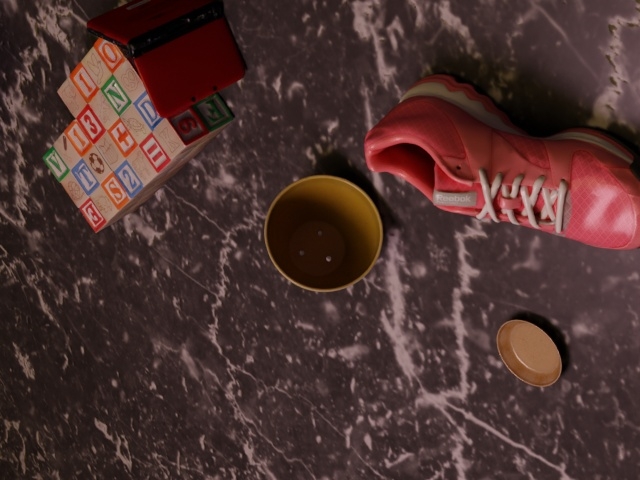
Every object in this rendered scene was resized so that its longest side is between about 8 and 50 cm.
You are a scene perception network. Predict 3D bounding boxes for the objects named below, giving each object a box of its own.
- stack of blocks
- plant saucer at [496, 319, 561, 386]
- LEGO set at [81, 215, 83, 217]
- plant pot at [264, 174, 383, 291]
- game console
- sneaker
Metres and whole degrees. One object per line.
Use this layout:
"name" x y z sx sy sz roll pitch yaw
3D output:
"stack of blocks" -0.253 -0.148 1.695 0.171 0.087 0.297 55 142 1
"plant saucer" 0.231 0.120 1.434 0.083 0.015 0.083 26 133 32
"LEGO set" -0.338 -0.059 1.903 0.054 0.023 0.083 -2 115 47
"plant pot" 0.000 0.000 1.520 0.134 0.134 0.095 51 169 6
"game console" -0.177 -0.221 1.515 0.124 0.144 0.085 27 133 31
"sneaker" 0.176 -0.052 1.270 0.314 0.136 0.116 26 134 32
